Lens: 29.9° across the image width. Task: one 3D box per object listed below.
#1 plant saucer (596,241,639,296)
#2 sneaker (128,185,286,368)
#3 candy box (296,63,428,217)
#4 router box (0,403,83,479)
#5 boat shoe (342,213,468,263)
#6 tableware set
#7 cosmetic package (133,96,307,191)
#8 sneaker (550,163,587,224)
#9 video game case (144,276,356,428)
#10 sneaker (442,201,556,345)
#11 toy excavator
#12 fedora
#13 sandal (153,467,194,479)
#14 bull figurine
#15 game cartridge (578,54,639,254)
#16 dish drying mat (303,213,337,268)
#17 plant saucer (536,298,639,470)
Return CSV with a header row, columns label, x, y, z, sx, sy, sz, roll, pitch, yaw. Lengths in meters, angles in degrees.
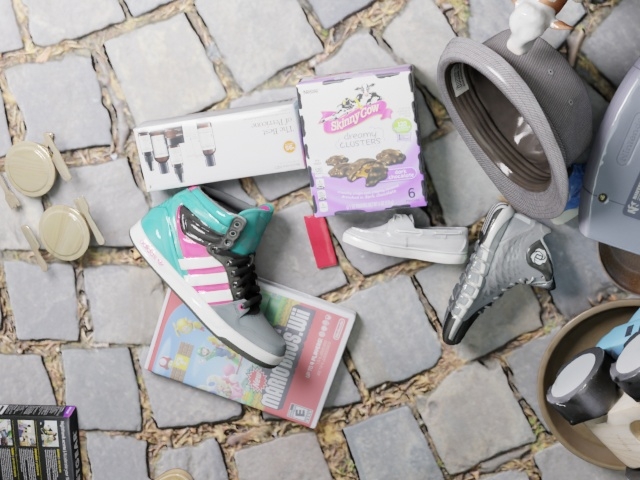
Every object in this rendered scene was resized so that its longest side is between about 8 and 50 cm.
label,x,y,z,sx,sy,sz,roll,pitch,yaw
plant saucer,0.484,-0.014,1.697,0.198,0.036,0.199,-2,114,-4
sneaker,-0.118,0.030,1.742,0.295,0.124,0.178,45,104,-1
candy box,0.061,-0.142,1.705,0.164,0.070,0.196,-6,107,9
router box,-0.457,0.355,1.935,0.133,0.046,0.179,1,108,6
boat shoe,0.126,-0.008,1.745,0.184,0.066,0.063,9,97,5
tableware set,-0.404,-0.063,1.804,0.128,0.039,0.194,-23,98,25
cosmetic package,-0.142,-0.138,1.736,0.239,0.060,0.099,-8,107,9
sneaker,0.370,-0.094,1.689,0.152,0.058,0.084,-33,109,22
video game case,-0.110,0.154,1.842,0.285,0.025,0.204,19,109,1
sneaker,0.271,0.069,1.740,0.132,0.086,0.229,21,108,-3
toy excavator,0.574,0.097,1.615,0.222,0.445,0.433,43,148,-8
fedora,0.280,-0.176,1.616,0.124,0.243,0.275,-36,95,-14
sandal,-0.299,0.466,1.933,0.088,0.079,0.240,42,107,-7
bull figurine,0.294,-0.388,1.522,0.101,0.188,0.310,7,98,15
game cartridge,0.469,-0.122,1.604,0.198,0.062,0.297,19,106,-5
dish drying mat,0.000,0.000,1.790,0.032,0.008,0.083,-12,106,11
plant saucer,0.462,0.212,1.784,0.277,0.041,0.278,2,108,6
